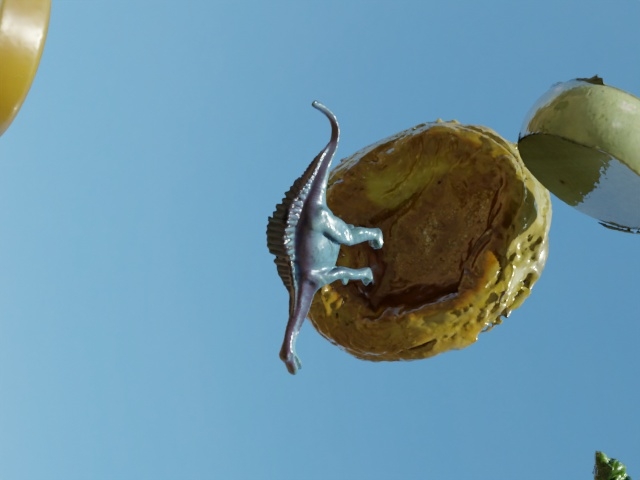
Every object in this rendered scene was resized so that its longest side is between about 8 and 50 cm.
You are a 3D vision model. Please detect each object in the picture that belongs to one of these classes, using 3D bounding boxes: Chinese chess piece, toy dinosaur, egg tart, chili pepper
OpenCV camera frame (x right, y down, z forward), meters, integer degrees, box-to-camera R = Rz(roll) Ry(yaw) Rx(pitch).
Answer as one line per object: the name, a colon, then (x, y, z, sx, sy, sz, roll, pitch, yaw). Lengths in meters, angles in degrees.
Chinese chess piece: (0.302, -0.090, 1.099, 0.188, 0.188, 0.083, 21, -108, 43)
toy dinosaur: (0.000, 0.000, 0.746, 0.045, 0.080, 0.197, 12, -84, 54)
egg tart: (0.128, 0.008, 1.313, 0.352, 0.150, 0.352, -13, -125, 19)
chili pepper: (0.170, 0.142, 0.539, 0.083, 0.022, 0.027, 40, -46, 0)

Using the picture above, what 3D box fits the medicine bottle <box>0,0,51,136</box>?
medicine bottle: (-0.466, -0.252, 1.200, 0.238, 0.232, 0.238, -27, -126, 46)
